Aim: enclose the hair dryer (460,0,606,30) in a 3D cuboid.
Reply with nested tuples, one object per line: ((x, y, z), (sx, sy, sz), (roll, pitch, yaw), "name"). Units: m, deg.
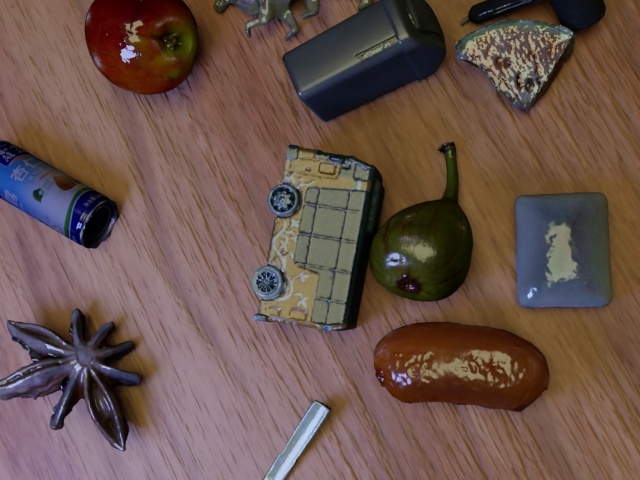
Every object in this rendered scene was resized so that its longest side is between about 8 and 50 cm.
((0.322, -0.372, 1.385), (0.219, 0.071, 0.124), (-13, 123, 29), "hair dryer")

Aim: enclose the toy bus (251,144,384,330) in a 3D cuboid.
((0.000, 0.000, 1.372), (0.167, 0.138, 0.275), (9, 86, 11), "toy bus")

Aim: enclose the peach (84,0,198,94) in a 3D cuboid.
((-0.305, -0.338, 1.467), (0.198, 0.197, 0.197), (-2, 82, 12), "peach")

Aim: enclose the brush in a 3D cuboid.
((-0.040, 0.326, 1.393), (0.033, 0.030, 0.178), (34, 101, 7), "brush")

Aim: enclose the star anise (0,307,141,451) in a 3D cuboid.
((-0.408, 0.215, 1.442), (0.258, 0.110, 0.198), (17, 61, -2), "star anise")

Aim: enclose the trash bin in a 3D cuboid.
((0.076, -0.287, 1.377), (0.236, 0.177, 0.101), (-25, 79, 11), "trash bin")

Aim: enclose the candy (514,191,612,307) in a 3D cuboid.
((0.363, 0.014, 1.326), (0.138, 0.071, 0.174), (-2, 81, 12), "candy")

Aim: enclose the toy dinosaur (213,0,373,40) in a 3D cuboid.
((-0.046, -0.427, 1.471), (0.294, 0.077, 0.162), (-18, 79, 10), "toy dinosaur")

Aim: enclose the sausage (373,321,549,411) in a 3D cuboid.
((0.206, 0.185, 1.309), (0.259, 0.133, 0.133), (4, 83, 14), "sausage")

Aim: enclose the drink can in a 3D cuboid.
((-0.465, -0.079, 1.503), (0.235, 0.097, 0.097), (29, 89, 14), "drink can")

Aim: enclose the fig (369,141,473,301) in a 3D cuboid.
((0.177, -0.024, 1.367), (0.151, 0.151, 0.259), (18, 56, 14), "fig")

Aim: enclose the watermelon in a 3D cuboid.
((0.303, -0.269, 1.385), (0.187, 0.071, 0.139), (-3, 89, 3), "watermelon")
